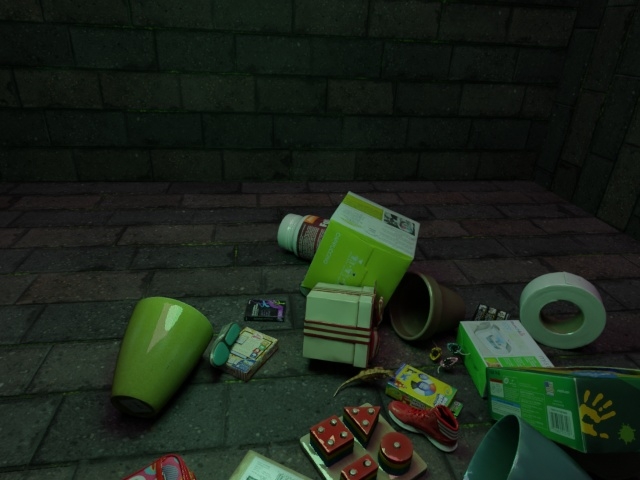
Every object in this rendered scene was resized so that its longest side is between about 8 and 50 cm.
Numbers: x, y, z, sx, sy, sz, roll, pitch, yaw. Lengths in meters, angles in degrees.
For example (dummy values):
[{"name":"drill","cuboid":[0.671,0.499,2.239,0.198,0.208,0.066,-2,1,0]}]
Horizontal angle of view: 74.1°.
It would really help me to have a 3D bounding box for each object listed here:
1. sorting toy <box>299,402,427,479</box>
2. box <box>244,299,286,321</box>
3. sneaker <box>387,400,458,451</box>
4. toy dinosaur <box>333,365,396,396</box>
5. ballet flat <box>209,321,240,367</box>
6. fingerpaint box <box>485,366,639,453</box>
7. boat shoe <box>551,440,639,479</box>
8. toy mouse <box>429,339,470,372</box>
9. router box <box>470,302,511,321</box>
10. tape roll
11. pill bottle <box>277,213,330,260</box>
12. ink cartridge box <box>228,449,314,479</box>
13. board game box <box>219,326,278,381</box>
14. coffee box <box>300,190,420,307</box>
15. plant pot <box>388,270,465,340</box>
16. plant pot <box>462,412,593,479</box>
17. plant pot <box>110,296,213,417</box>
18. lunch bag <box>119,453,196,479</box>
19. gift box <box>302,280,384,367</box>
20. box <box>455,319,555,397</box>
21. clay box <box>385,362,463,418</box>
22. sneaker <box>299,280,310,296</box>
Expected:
[{"name":"sorting toy","cuboid":[0.116,0.564,1.157,0.255,0.090,0.257,-15,31,-31]},{"name":"box","cuboid":[-0.225,0.286,1.737,0.161,0.029,0.116,1,27,-2]},{"name":"sneaker","cuboid":[0.306,0.506,1.246,0.221,0.128,0.087,20,31,29]},{"name":"toy dinosaur","cuboid":[0.142,0.446,1.400,0.211,0.064,0.112,-22,-12,12]},{"name":"ballet flat","cuboid":[-0.340,0.363,1.453,0.068,0.072,0.213,-21,19,21]},{"name":"fingerpaint box","cuboid":[0.713,0.419,1.116,0.370,0.163,0.445,1,-14,-3]},{"name":"boat shoe","cuboid":[0.708,0.579,1.167,0.339,0.127,0.113,-4,-6,-4]},{"name":"toy mouse","cuboid":[0.462,0.414,1.507,0.143,0.031,0.161,-12,25,28]},{"name":"router box","cuboid":[0.684,0.334,1.716,0.133,0.046,0.179,18,30,26]},{"name":"tape roll","cuboid":[0.911,0.266,1.610,0.285,0.287,0.100,13,28,20]},{"name":"pill bottle","cuboid":[0.000,0.000,2.107,0.391,0.224,0.224,16,29,23]},{"name":"ink cartridge box","cuboid":[-0.121,0.636,0.994,0.234,0.088,0.193,14,28,20]},{"name":"board game box","cuboid":[-0.262,0.396,1.498,0.146,0.045,0.193,16,30,25]},{"name":"coffee box","cuboid":[0.166,0.057,1.722,0.337,0.338,0.334,26,29,4]},{"name":"plant pot","cuboid":[0.430,0.261,1.655,0.229,0.263,0.263,9,22,-28]},{"name":"plant pot","cuboid":[0.481,0.587,0.952,0.235,0.293,0.293,29,34,15]},{"name":"plant pot","cuboid":[-0.513,0.376,1.314,0.274,0.275,0.294,6,43,6]},{"name":"lunch bag","cuboid":[-0.338,0.614,0.883,0.258,0.120,0.293,-23,32,-18]},{"name":"gift box","cuboid":[0.092,0.274,1.510,0.257,0.256,0.276,6,13,10]},{"name":"box","cuboid":[0.633,0.408,1.482,0.230,0.127,0.262,0,26,-3]},{"name":"clay box","cuboid":[0.337,0.491,1.361,0.221,0.053,0.127,19,28,30]},{"name":"sneaker","cuboid":[0.034,0.202,1.867,0.226,0.086,0.163,12,26,21]}]
